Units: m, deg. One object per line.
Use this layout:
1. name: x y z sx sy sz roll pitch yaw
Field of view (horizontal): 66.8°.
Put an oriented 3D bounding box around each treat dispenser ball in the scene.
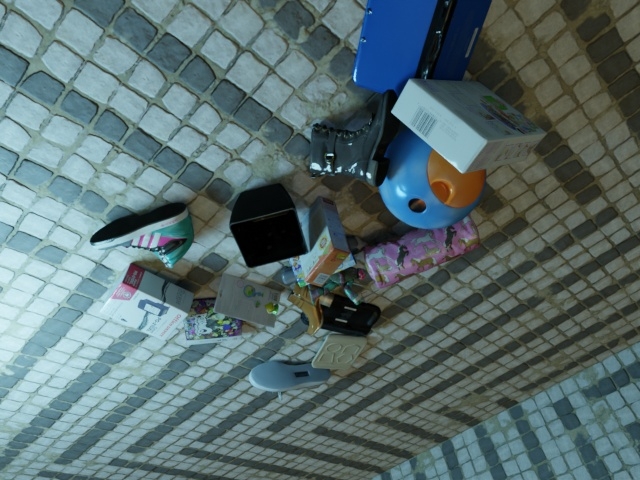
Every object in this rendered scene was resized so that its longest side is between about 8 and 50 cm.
1. treat dispenser ball: 0.299 -0.174 1.318 0.288 0.288 0.288 -7 135 -7

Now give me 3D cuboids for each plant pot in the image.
1. plant pot: -0.152 -0.059 1.414 0.188 0.167 0.187 -14 136 2

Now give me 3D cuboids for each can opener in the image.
1. can opener: -0.004 0.061 1.652 0.283 0.076 0.095 -18 103 6

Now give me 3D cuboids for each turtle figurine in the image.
1. turtle figurine: 0.074 0.144 1.679 0.234 0.175 0.118 -12 113 -2

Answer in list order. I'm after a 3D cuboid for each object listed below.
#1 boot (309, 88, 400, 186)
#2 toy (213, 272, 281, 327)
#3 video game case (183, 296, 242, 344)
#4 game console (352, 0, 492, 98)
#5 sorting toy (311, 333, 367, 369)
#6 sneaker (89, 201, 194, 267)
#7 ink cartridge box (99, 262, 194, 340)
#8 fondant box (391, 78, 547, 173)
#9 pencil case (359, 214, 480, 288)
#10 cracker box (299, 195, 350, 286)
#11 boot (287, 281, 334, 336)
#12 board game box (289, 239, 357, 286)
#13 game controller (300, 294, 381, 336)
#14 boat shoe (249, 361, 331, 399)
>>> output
1. boot: 0.073 -0.270 1.252 0.091 0.229 0.263 -9 115 -57
2. toy: -0.260 0.217 1.710 0.237 0.136 0.056 21 158 -27
3. video game case: -0.398 0.299 1.798 0.210 0.042 0.232 -3 134 -12
4. game console: 0.244 -0.499 1.170 0.250 0.173 0.293 -25 145 -33
5. sorting toy: 0.080 0.478 2.095 0.193 0.038 0.208 9 127 -21
6. sneaker: -0.506 0.010 1.439 0.296 0.124 0.178 -16 126 2
7. ink cartridge box: -0.567 0.207 1.601 0.237 0.100 0.172 32 121 -23
8. fondant box: 0.364 -0.284 1.168 0.330 0.238 0.096 -17 146 -43
9. pencil case: 0.333 0.021 1.604 0.386 0.167 0.160 -23 156 10
10. cracker box: 0.000 0.000 1.459 0.067 0.232 0.155 18 128 -29
11. boot: -0.053 0.245 1.771 0.152 0.073 0.197 21 102 -6
12. board game box: 0.001 0.054 1.593 0.201 0.136 0.035 -24 176 10
13. game controller: 0.085 0.293 1.903 0.319 0.067 0.166 18 113 -28
14. boat shoe: -0.146 0.612 2.117 0.367 0.136 0.156 2 137 -28
